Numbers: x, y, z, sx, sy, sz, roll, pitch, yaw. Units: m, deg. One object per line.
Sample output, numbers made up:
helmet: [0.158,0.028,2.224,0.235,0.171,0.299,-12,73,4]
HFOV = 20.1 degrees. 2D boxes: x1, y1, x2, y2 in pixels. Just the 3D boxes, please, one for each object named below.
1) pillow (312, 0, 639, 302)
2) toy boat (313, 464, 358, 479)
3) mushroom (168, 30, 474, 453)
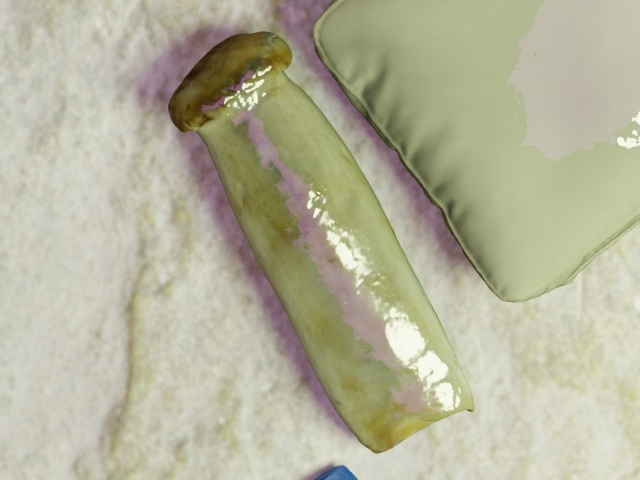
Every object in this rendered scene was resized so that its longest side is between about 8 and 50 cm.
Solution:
pillow: [0.185,-0.140,1.215,0.322,0.120,0.255,-37,86,11]
toy boat: [-0.007,0.307,1.292,0.129,0.088,0.295,9,84,8]
mushroom: [0.000,0.000,1.272,0.100,0.081,0.312,-29,93,12]
